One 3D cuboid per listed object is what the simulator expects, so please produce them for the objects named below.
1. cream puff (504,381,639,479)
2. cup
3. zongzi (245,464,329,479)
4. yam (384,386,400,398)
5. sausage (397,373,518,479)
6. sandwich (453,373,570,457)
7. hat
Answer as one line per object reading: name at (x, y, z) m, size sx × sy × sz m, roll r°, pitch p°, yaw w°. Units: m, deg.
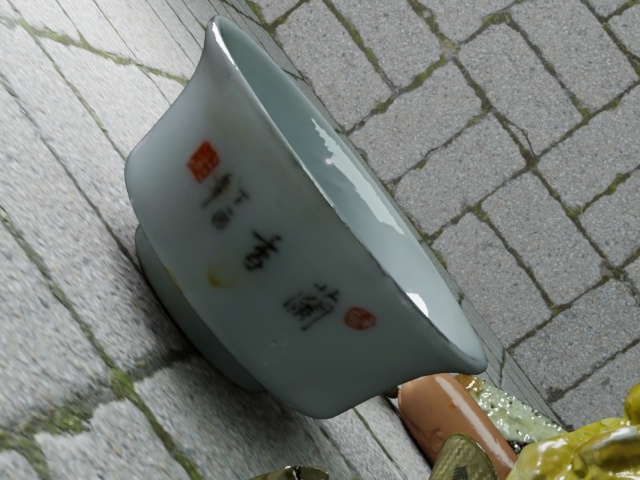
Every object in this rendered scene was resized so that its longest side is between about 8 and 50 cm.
cream puff at (0.344, 0.282, 1.216) m, size 0.324 × 0.257 × 0.291 m, roll -12°, pitch 59°, yaw -31°
cup at (-0.034, 0.007, 0.980) m, size 0.347 × 0.163 × 0.347 m, roll 51°, pitch 10°, yaw -12°
zongzi at (0.018, 0.231, 0.691) m, size 0.189 × 0.081 × 0.178 m, roll 65°, pitch 4°, yaw 31°
yam at (0.036, 0.130, 1.316) m, size 0.234 × 0.029 × 0.027 m, roll 41°, pitch 56°, yaw -57°
sausage at (0.185, 0.265, 1.364) m, size 0.289 × 0.086 × 0.086 m, roll 53°, pitch 9°, yaw 7°
sandwich at (0.283, 0.289, 1.454) m, size 0.288 × 0.100 × 0.254 m, roll 49°, pitch -16°, yaw -20°
hat at (0.109, 0.253, 1.122) m, size 0.146 × 0.067 × 0.146 m, roll 173°, pitch -90°, yaw -70°
